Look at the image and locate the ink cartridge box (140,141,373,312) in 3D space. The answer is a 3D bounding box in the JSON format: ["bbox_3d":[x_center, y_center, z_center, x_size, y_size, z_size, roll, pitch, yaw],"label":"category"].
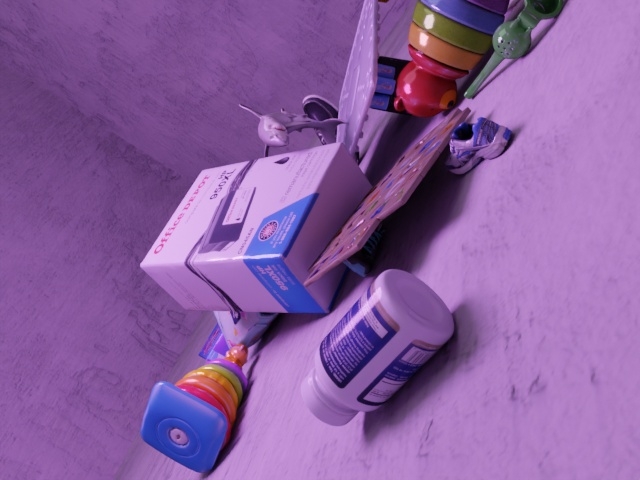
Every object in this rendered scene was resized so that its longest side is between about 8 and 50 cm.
[{"bbox_3d":[-0.123,-0.016,1.208,0.395,0.166,0.285,-5,47,39],"label":"ink cartridge box"}]

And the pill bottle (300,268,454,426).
[{"bbox_3d":[0.052,0.118,0.642,0.169,0.094,0.094,-52,11,26],"label":"pill bottle"}]

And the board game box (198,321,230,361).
[{"bbox_3d":[-0.203,0.189,1.682,0.347,0.078,0.233,-60,10,-14],"label":"board game box"}]

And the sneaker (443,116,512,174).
[{"bbox_3d":[0.198,-0.133,0.821,0.052,0.058,0.135,-61,10,-19],"label":"sneaker"}]

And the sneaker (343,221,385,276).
[{"bbox_3d":[0.073,-0.003,1.015,0.076,0.065,0.166,-48,14,24],"label":"sneaker"}]

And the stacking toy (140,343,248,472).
[{"bbox_3d":[-0.218,0.309,1.262,0.175,0.166,0.302,-67,-7,28],"label":"stacking toy"}]

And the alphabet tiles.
[{"bbox_3d":[0.101,-0.071,0.951,0.342,0.011,0.285,-52,7,-35],"label":"alphabet tiles"}]

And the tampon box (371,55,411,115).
[{"bbox_3d":[0.169,-0.368,1.450,0.161,0.102,0.120,-101,20,-74],"label":"tampon box"}]

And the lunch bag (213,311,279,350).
[{"bbox_3d":[-0.147,0.112,1.425,0.223,0.160,0.262,-48,24,49],"label":"lunch bag"}]

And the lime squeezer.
[{"bbox_3d":[0.320,-0.331,0.918,0.110,0.059,0.310,-17,-32,-56],"label":"lime squeezer"}]

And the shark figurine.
[{"bbox_3d":[-0.073,-0.218,1.293,0.278,0.166,0.116,-22,-46,-58],"label":"shark figurine"}]

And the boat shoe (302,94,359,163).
[{"bbox_3d":[0.031,-0.284,1.618,0.084,0.233,0.079,-23,32,26],"label":"boat shoe"}]

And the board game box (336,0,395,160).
[{"bbox_3d":[0.094,-0.327,1.357,0.390,0.050,0.389,106,170,-54],"label":"board game box"}]

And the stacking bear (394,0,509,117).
[{"bbox_3d":[0.228,-0.352,1.075,0.175,0.164,0.289,-12,-45,-49],"label":"stacking bear"}]
